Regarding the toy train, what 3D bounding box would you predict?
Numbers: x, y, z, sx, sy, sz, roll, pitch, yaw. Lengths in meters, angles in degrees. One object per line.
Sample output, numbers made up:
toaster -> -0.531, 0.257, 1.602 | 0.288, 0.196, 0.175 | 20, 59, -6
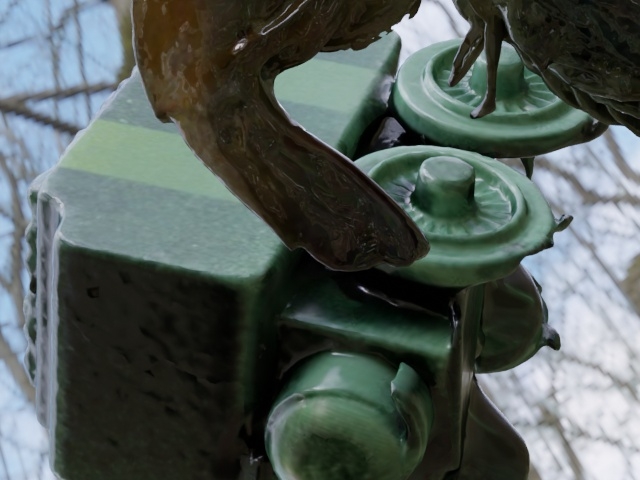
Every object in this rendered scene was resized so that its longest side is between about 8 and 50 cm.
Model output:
toy train -> 0.000, 0.000, 0.896 | 0.238, 0.299, 0.167 | 11, -59, 10

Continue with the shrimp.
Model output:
shrimp -> 0.071, -0.043, 0.650 | 0.296, 0.058, 0.169 | 35, -93, -4
